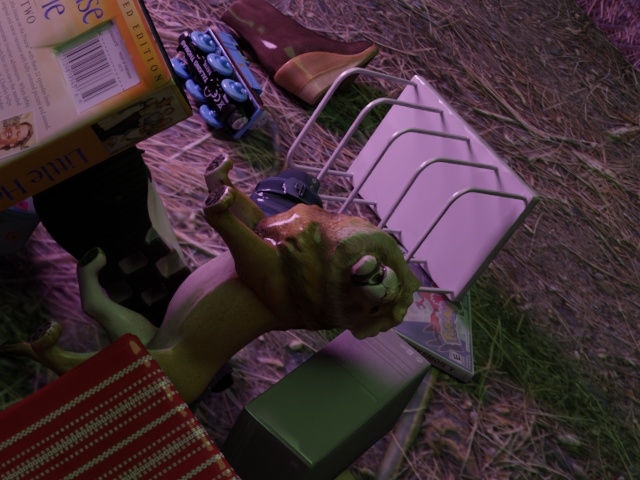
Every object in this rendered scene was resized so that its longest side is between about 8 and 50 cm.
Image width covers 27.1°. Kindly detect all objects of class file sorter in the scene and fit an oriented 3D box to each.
[{"bbox_3d":[0.116,-0.080,1.825,0.173,0.193,0.277,4,38,-49],"label":"file sorter"}]

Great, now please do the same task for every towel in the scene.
[{"bbox_3d":[-0.182,0.235,1.207,0.199,0.031,0.275,-32,70,-16],"label":"towel"}]

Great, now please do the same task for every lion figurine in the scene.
[{"bbox_3d":[-0.108,0.076,1.365,0.240,0.392,0.142,53,8,-27],"label":"lion figurine"}]

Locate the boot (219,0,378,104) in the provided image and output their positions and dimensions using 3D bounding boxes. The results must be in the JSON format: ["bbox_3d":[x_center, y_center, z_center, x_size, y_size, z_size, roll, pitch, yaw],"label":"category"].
[{"bbox_3d":[-0.028,-0.328,2.128,0.207,0.090,0.248,45,35,5],"label":"boot"}]

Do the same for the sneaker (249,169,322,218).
[{"bbox_3d":[0.000,-0.002,1.744,0.226,0.086,0.163,32,34,-6],"label":"sneaker"}]

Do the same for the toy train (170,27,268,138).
[{"bbox_3d":[-0.139,-0.227,1.899,0.105,0.080,0.184,5,45,-52],"label":"toy train"}]

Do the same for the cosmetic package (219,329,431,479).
[{"bbox_3d":[0.003,0.192,1.426,0.107,0.127,0.238,42,39,18],"label":"cosmetic package"}]

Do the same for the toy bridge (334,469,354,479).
[{"bbox_3d":[0.008,0.270,1.470,0.063,0.026,0.188,-1,49,-46],"label":"toy bridge"}]

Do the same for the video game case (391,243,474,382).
[{"bbox_3d":[0.133,0.086,1.838,0.183,0.023,0.201,29,33,-16],"label":"video game case"}]

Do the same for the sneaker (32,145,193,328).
[{"bbox_3d":[-0.234,-0.047,1.423,0.330,0.122,0.146,72,-7,-47],"label":"sneaker"}]

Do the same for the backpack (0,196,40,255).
[{"bbox_3d":[-0.369,-0.079,1.406,0.188,0.144,0.166,33,27,-28],"label":"backpack"}]

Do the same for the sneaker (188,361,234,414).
[{"bbox_3d":[-0.128,0.134,1.479,0.089,0.051,0.170,45,36,8],"label":"sneaker"}]

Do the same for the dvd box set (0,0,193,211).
[{"bbox_3d":[-0.362,-0.146,1.281,0.307,0.420,0.062,63,0,34],"label":"dvd box set"}]
